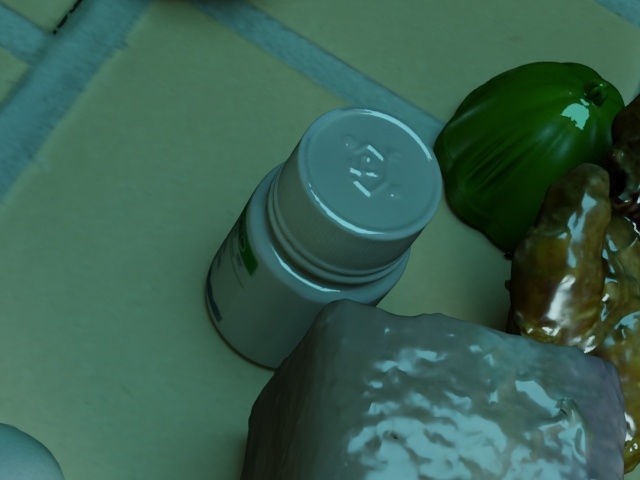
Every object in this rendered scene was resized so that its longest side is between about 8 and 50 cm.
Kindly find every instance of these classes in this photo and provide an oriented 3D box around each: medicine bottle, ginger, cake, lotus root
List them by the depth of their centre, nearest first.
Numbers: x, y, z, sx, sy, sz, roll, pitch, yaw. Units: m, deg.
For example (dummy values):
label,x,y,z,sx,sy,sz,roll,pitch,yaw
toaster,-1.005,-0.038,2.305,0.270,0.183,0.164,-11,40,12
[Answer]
label,x,y,z,sx,sy,sz,roll,pitch,yaw
cake,0.066,0.208,1.103,0.237,0.309,0.230,14,57,-11
medicine bottle,0.000,0.000,1.225,0.139,0.237,0.139,9,60,-15
ginger,0.274,0.018,1.324,0.357,0.152,0.274,-40,119,-29
lotus root,0.218,-0.097,1.403,0.186,0.186,0.186,9,61,-17

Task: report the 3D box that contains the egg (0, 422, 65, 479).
label,x,y,z,sx,sy,sz,roll,pitch,yaw
egg,-0.270,0.205,1.044,0.183,0.183,0.217,44,54,5
